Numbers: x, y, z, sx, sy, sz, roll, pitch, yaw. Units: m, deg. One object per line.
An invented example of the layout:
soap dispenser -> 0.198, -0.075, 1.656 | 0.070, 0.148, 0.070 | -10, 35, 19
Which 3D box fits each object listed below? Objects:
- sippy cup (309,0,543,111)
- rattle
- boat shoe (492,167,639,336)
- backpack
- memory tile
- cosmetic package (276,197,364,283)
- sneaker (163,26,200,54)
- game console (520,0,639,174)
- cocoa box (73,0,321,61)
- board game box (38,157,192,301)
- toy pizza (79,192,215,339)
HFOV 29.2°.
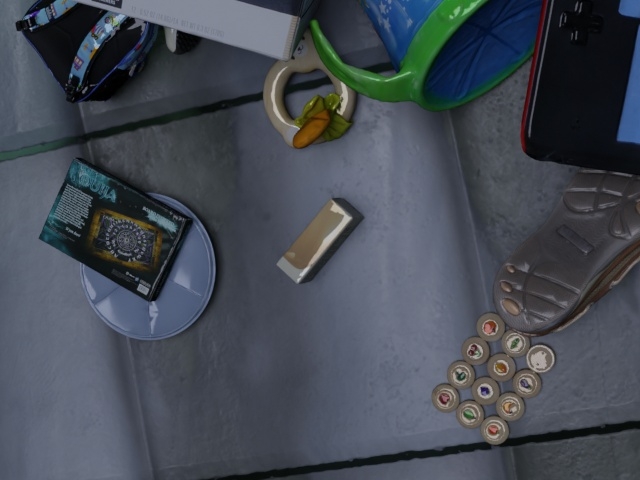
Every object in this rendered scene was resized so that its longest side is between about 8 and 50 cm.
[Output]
sippy cup -> 0.140, -0.311, 1.453 | 0.224, 0.305, 0.240 | 52, 134, 20
rattle -> -0.041, -0.216, 1.551 | 0.130, 0.142, 0.200 | -9, 96, 36
boat shoe -> 0.332, -0.009, 1.457 | 0.324, 0.116, 0.123 | -41, 64, -4
backpack -> -0.290, -0.286, 1.625 | 0.173, 0.117, 0.158 | -41, 80, 20
memory tile -> 0.218, 0.175, 1.550 | 0.113, 0.012, 0.148 | 33, 101, 13
cosmetic package -> 0.000, 0.000, 1.585 | 0.041, 0.060, 0.115 | 42, 102, 11
sneaker -> -0.199, -0.329, 1.641 | 0.075, 0.057, 0.161 | 5, 96, 34
game console -> 0.423, -0.235, 1.353 | 0.386, 0.060, 0.342 | 7, 94, -13
cocoa box -> -0.154, -0.397, 1.446 | 0.347, 0.231, 0.228 | 16, 123, 1
board game box -> -0.277, -0.016, 1.652 | 0.186, 0.026, 0.126 | 29, 100, 14
toy pizza -> -0.234, 0.035, 1.674 | 0.201, 0.032, 0.201 | 1, 93, 16
